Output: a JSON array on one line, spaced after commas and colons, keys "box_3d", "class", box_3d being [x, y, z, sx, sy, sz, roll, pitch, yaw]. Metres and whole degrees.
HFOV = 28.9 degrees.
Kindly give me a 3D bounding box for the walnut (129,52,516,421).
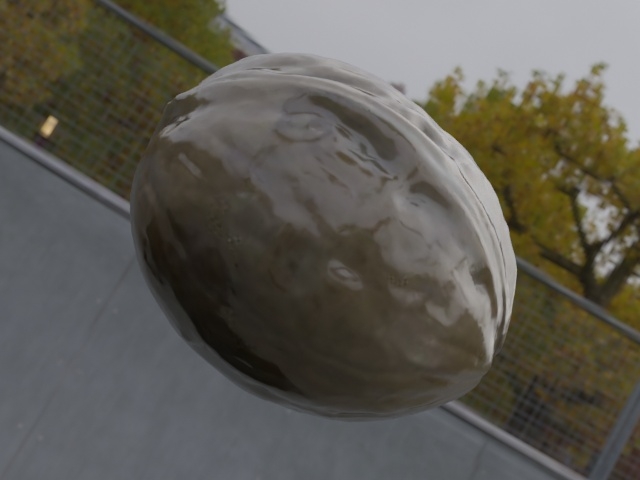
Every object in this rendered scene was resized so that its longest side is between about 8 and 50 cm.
[{"box_3d": [0.001, -0.001, 0.500, 0.162, 0.140, 0.140, 49, -12, -10], "class": "walnut"}]
